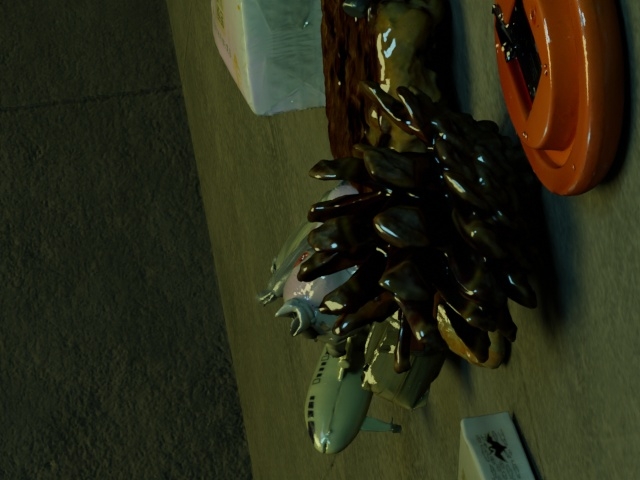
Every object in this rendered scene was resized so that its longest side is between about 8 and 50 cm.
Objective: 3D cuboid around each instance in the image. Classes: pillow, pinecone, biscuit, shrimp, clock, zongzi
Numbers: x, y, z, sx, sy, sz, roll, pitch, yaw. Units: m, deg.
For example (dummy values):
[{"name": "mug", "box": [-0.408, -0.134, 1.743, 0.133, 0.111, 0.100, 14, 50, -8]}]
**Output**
[{"name": "pillow", "box": [0.000, 0.000, 2.167, 0.169, 0.059, 0.255, -55, 4, 5]}, {"name": "pinecone", "box": [0.077, -0.005, 1.533, 0.201, 0.202, 0.229, -58, 28, 22]}, {"name": "biscuit", "box": [0.058, -0.179, 1.834, 0.334, 0.081, 0.289, -116, 25, -64]}, {"name": "shrimp", "box": [0.110, 0.040, 1.745, 0.190, 0.042, 0.101, 50, 155, 38]}, {"name": "clock", "box": [0.161, -0.132, 1.367, 0.205, 0.051, 0.205, 171, 90, -80]}, {"name": "zongzi", "box": [0.097, 0.057, 1.886, 0.160, 0.078, 0.176, -87, 15, -73]}]

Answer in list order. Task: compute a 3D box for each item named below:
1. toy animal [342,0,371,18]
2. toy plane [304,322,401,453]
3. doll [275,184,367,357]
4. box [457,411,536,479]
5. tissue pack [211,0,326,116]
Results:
[{"name": "toy animal", "box": [-0.010, -0.285, 1.597, 0.137, 0.082, 0.269, -66, -29, -16]}, {"name": "toy plane", "box": [0.038, 0.125, 2.108, 0.242, 0.104, 0.256, 96, 177, -48]}, {"name": "doll", "box": [0.031, 0.029, 1.960, 0.192, 0.095, 0.149, -58, -19, 6]}, {"name": "box", "box": [0.164, 0.353, 1.746, 0.205, 0.051, 0.365, -109, 14, -49]}, {"name": "tissue pack", "box": [-0.057, -0.273, 2.293, 0.225, 0.124, 0.185, -117, 23, -61]}]
